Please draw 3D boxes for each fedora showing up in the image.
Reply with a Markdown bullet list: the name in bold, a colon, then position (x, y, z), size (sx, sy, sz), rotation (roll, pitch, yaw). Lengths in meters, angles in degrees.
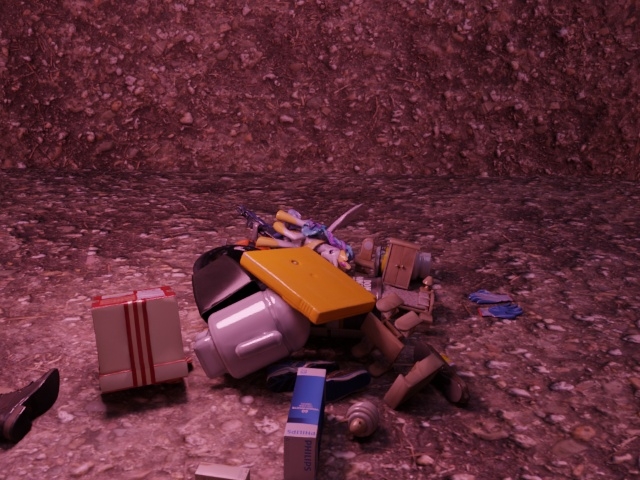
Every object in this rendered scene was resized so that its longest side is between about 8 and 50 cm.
- **fedora**: position (-0.289, 0.147, 2.111), size (0.333, 0.153, 0.334), rotation (2, 28, -1)

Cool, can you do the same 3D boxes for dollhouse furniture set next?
- **dollhouse furniture set**: position (0.190, 0.313, 1.673), size (0.161, 0.212, 0.242), rotation (-21, 56, -42)
- **dollhouse furniture set**: position (0.253, 0.124, 2.087), size (0.303, 0.174, 0.355), rotation (13, 18, 5)

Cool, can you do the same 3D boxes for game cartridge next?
- **game cartridge**: position (-0.028, 0.121, 1.740), size (0.323, 0.053, 0.285), rotation (37, 25, 33)

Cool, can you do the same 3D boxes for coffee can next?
- **coffee can**: position (0.054, 0.210, 1.917), size (0.275, 0.202, 0.201), rotation (2, 22, 5)

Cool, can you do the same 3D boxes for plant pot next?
- **plant pot**: position (-0.289, 0.160, 1.850), size (0.188, 0.187, 0.167), rotation (-34, 55, -8)

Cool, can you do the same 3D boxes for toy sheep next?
- **toy sheep**: position (0.104, 0.444, 1.508), size (0.091, 0.091, 0.132), rotation (9, 18, 18)

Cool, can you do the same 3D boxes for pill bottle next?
- **pill bottle**: position (0.359, 0.360, 1.772), size (0.043, 0.044, 0.083), rotation (-11, 26, -28)
- **pill bottle**: position (0.317, 0.089, 2.329), size (0.208, 0.119, 0.119), rotation (5, 23, 8)

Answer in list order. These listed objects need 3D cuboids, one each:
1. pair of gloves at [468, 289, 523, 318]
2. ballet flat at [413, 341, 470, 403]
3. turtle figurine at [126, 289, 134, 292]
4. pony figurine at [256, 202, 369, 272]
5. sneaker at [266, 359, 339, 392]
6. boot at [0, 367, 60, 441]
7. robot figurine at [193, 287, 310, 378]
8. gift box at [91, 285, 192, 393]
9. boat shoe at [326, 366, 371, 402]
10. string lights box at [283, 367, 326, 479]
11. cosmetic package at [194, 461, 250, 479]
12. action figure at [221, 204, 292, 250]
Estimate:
- **pair of gloves**: position (0.618, 0.223, 2.145), size (0.159, 0.023, 0.198), rotation (0, 23, -4)
- **ballet flat**: position (0.344, 0.372, 1.710), size (0.058, 0.084, 0.250), rotation (10, 18, -29)
- **turtle figurine**: position (-0.567, 0.225, 1.975), size (0.234, 0.118, 0.175), rotation (9, 23, 32)
- **pony figurine**: position (0.000, 0.000, 2.233), size (0.363, 0.303, 0.351), rotation (20, 22, 20)
- **sneaker**: position (-0.050, 0.363, 1.698), size (0.211, 0.080, 0.081), rotation (-4, 25, -13)
- **boot**: position (-0.824, 0.405, 1.546), size (0.228, 0.091, 0.263), rotation (5, 25, 8)
- **robot figurine**: position (-0.178, 0.257, 1.715), size (0.353, 0.200, 0.300), rotation (-25, 14, -4)
- **gift box**: position (-0.493, 0.275, 1.680), size (0.254, 0.259, 0.276), rotation (-7, 4, -14)
- **boat shoe**: position (0.045, 0.394, 1.660), size (0.183, 0.066, 0.066), rotation (-8, 14, -25)
- **string lights box**: position (-0.033, 0.435, 1.452), size (0.076, 0.134, 0.260), rotation (4, 22, 4)
- **cosmetic package**: position (-0.213, 0.526, 1.322), size (0.115, 0.060, 0.041), rotation (6, 22, 8)
- **action figure**: position (-0.259, 0.022, 2.406), size (0.341, 0.179, 0.330), rotation (40, 33, 20)
